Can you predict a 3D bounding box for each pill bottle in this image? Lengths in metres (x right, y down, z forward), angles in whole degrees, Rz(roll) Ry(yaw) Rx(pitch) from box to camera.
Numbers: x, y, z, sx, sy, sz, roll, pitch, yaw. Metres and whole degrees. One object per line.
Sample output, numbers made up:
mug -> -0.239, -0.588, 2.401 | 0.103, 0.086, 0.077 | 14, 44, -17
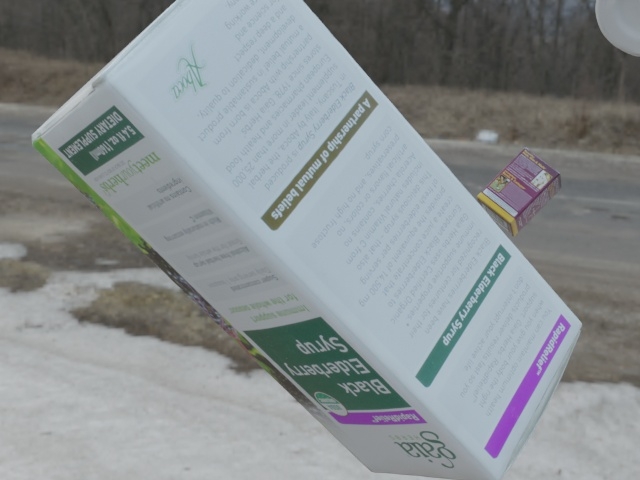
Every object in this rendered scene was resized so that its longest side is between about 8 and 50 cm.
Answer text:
pill bottle -> 0.282, -0.210, 0.765 | 0.078, 0.078, 0.137 | 12, 39, 32

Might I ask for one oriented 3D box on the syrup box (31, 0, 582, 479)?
syrup box -> 0.000, 0.000, 0.422 | 0.096, 0.237, 0.093 | -52, 19, -28

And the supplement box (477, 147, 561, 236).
supplement box -> 0.230, -0.056, 1.091 | 0.055, 0.083, 0.043 | 44, -5, 28
